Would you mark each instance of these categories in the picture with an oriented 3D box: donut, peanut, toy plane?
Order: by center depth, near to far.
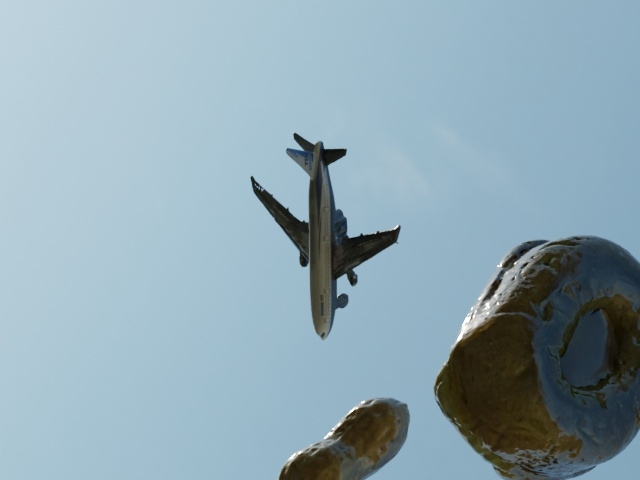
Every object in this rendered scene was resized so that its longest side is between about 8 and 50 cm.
[{"bbox_3d":[0.243,0.118,1.513,0.208,0.261,0.128,40,-32,-14],"label":"donut"},{"bbox_3d":[0.002,-0.003,1.572,0.226,0.058,0.226,20,-51,44],"label":"toy plane"},{"bbox_3d":[0.026,0.250,1.757,0.089,0.193,0.089,45,-14,14],"label":"peanut"}]
